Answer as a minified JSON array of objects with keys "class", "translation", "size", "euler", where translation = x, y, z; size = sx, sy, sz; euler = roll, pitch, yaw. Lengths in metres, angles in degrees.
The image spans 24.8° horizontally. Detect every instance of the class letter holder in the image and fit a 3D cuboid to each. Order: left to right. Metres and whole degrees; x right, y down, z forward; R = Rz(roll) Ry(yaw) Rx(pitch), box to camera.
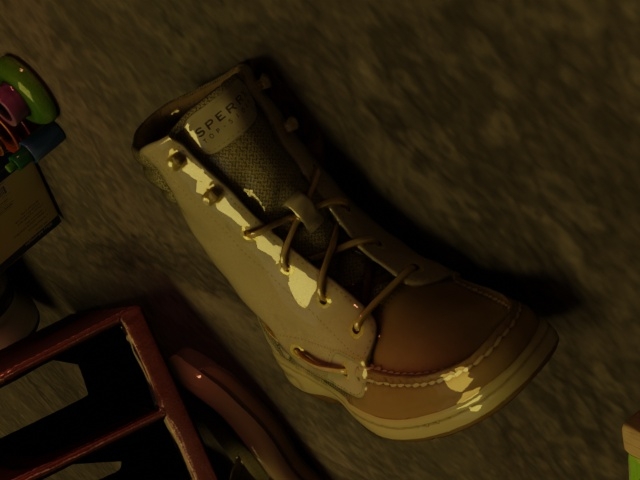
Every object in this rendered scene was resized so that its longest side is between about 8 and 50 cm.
[{"class":"letter holder","translation":[-0.227,0.163,1.092],"size":[0.152,0.214,0.302],"euler":[66,162,-4]}]

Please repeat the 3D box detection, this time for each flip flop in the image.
[{"class":"flip flop","translation":[-0.032,0.199,1.057],"size":[0.277,0.080,0.112],"euler":[53,158,-15]}]

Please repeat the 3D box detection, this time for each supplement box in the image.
[{"class":"supplement box","translation":[-0.244,-0.026,1.046],"size":[0.056,0.083,0.083],"euler":[34,155,30]}]

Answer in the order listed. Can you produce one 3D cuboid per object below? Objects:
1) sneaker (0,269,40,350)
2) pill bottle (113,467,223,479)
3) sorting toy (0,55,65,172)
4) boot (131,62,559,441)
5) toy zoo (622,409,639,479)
[{"class":"sneaker","translation":[-0.453,-0.046,1.350],"size":[0.448,0.169,0.257],"euler":[15,135,40]},{"class":"pill bottle","translation":[-0.081,0.376,1.297],"size":[0.361,0.204,0.204],"euler":[52,158,-13]},{"class":"sorting toy","translation":[-0.200,-0.075,0.934],"size":[0.061,0.042,0.102],"euler":[47,159,-1]},{"class":"boot","translation":[0.000,0.000,0.652],"size":[0.165,0.077,0.213],"euler":[56,160,-18]},{"class":"toy zoo","translation":[0.218,0.217,0.601],"size":[0.192,0.030,0.293],"euler":[25,136,44]}]
